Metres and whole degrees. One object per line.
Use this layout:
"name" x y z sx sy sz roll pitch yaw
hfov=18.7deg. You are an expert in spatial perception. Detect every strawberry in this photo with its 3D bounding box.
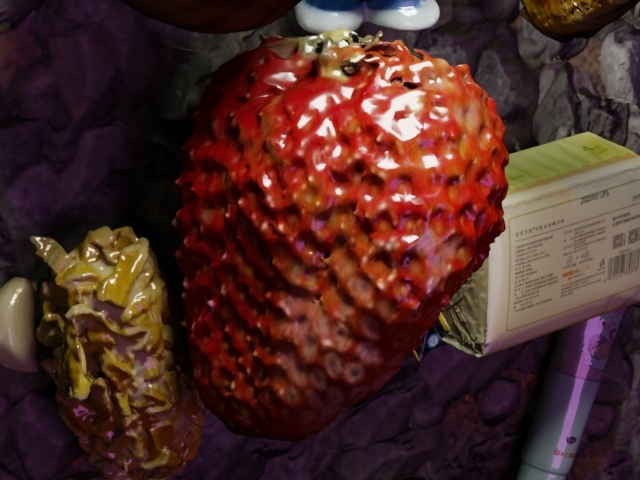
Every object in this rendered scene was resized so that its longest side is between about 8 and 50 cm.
"strawberry" 0.000 0.000 1.606 0.267 0.312 0.351 25 85 -25

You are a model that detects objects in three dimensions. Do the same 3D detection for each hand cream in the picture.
"hand cream" 0.276 0.125 2.086 0.085 0.058 0.331 14 95 -23

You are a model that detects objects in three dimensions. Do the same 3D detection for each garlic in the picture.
"garlic" -0.255 0.072 1.613 0.053 0.041 0.083 -6 105 -44

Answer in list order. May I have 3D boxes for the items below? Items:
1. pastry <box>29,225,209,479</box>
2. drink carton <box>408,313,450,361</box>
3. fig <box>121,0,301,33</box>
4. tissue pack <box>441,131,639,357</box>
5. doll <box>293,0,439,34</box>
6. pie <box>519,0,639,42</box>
"pastry" -0.174 0.100 1.638 0.154 0.102 0.250 -51 140 -30
"drink carton" 0.057 0.038 1.842 0.056 0.071 0.165 -42 130 -14
"fig" -0.097 -0.268 1.490 0.235 0.214 0.235 10 64 -21
"tissue pack" 0.215 0.001 1.923 0.234 0.125 0.159 -17 118 -33
"doll" 0.042 -0.295 1.625 0.215 0.161 0.257 -10 118 -18
"pie" 0.189 -0.308 1.669 0.085 0.308 0.308 -25 124 -21
